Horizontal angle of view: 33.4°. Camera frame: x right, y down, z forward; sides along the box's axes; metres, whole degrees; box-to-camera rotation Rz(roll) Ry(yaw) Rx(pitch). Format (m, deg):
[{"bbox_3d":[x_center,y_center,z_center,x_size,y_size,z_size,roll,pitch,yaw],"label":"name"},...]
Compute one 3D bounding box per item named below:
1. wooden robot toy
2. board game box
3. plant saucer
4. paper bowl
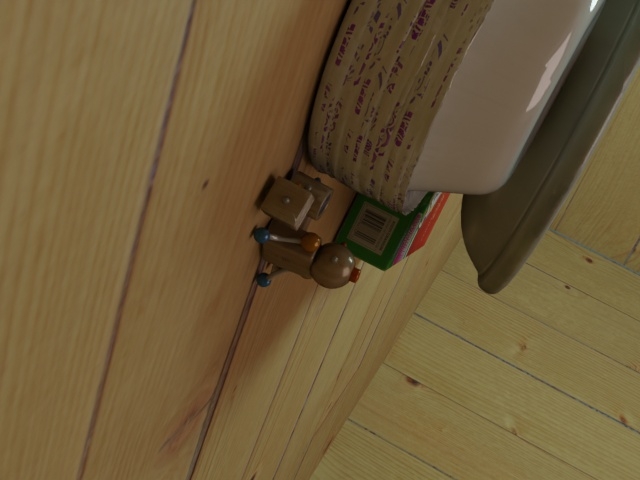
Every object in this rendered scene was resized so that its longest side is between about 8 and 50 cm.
[{"bbox_3d":[0.000,0.000,0.821,0.076,0.079,0.173,-58,170,-21],"label":"wooden robot toy"},{"bbox_3d":[0.126,-0.098,1.253,0.242,0.064,0.316,-64,170,10],"label":"board game box"},{"bbox_3d":[0.222,-0.143,1.070,0.400,0.101,0.400,-62,177,-6],"label":"plant saucer"},{"bbox_3d":[0.118,-0.150,0.827,0.284,0.148,0.284,-59,171,-15],"label":"paper bowl"}]
